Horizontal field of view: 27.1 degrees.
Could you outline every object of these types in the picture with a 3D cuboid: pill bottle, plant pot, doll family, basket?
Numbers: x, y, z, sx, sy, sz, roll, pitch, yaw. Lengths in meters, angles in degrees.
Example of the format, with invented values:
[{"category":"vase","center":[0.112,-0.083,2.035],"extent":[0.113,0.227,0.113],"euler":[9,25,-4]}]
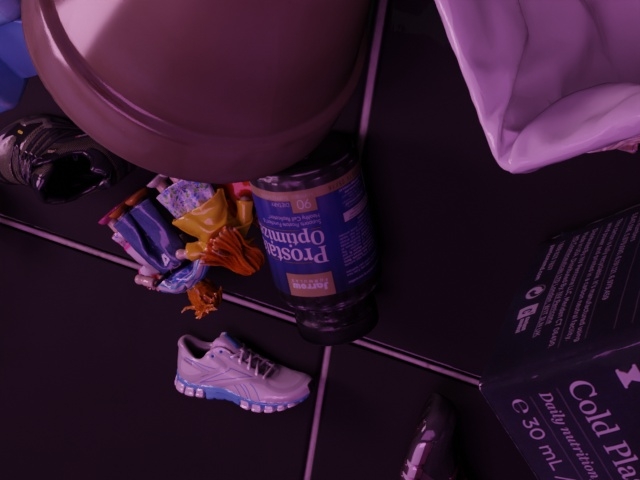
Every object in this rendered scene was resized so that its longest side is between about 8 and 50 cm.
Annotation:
[{"category":"pill bottle","center":[0.000,0.000,1.457],"extent":[0.123,0.123,0.219],"euler":[0,119,25]},{"category":"plant pot","center":[-0.073,-0.250,1.147],"extent":[0.323,0.323,0.280],"euler":[39,148,-2]},{"category":"doll family","center":[-0.154,0.002,1.530],"extent":[0.263,0.118,0.163],"euler":[-35,102,36]},{"category":"basket","center":[0.274,-0.252,1.018],"extent":[0.328,0.266,0.331],"euler":[-22,82,33]}]

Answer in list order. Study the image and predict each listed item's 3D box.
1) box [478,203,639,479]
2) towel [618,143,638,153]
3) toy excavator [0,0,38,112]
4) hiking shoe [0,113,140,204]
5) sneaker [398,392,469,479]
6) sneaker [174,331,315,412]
[{"category":"box","center":[0.489,0.174,1.240],"extent":[0.472,0.297,0.480],"euler":[-25,107,32]},{"category":"towel","center":[0.289,-0.127,1.317],"extent":[0.060,0.009,0.083],"euler":[12,123,18]},{"category":"toy excavator","center":[-0.290,-0.249,1.350],"extent":[0.445,0.222,0.433],"euler":[-12,140,34]},{"category":"hiking shoe","center":[-0.319,-0.092,1.550],"extent":[0.227,0.114,0.086],"euler":[-4,117,27]},{"category":"sneaker","center":[0.175,0.299,1.588],"extent":[0.162,0.106,0.281],"euler":[17,136,8]},{"category":"sneaker","center":[-0.099,0.156,1.635],"extent":[0.191,0.071,0.083],"euler":[6,116,21]}]
